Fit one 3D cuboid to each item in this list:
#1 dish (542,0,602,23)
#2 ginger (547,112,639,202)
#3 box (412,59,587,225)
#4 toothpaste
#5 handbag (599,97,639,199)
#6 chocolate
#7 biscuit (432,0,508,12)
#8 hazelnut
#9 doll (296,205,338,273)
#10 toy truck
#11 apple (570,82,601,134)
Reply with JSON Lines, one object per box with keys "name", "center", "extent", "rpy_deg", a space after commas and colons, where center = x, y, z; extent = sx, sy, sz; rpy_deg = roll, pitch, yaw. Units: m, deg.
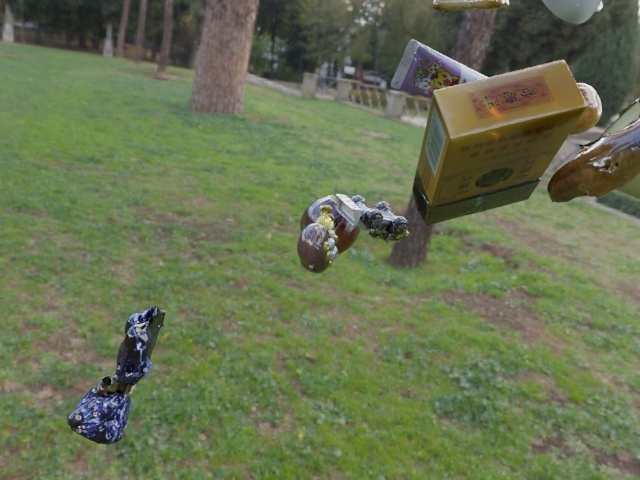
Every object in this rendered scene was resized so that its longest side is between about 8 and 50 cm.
{"name": "dish", "center": [0.605, -0.640, 1.464], "extent": [0.237, 0.227, 0.086], "rpy_deg": [-8, -11, -29]}
{"name": "ginger", "center": [0.563, -0.178, 1.137], "extent": [0.107, 0.309, 0.133], "rpy_deg": [39, 9, -48]}
{"name": "box", "center": [0.345, -0.180, 1.281], "extent": [0.265, 0.115, 0.415], "rpy_deg": [-15, -21, -4]}
{"name": "toothpaste", "center": [0.317, -0.348, 1.391], "extent": [0.300, 0.113, 0.073], "rpy_deg": [19, 32, -7]}
{"name": "handbag", "center": [0.891, -0.194, 1.512], "extent": [0.359, 0.160, 0.236], "rpy_deg": [23, -19, 4]}
{"name": "chocolate", "center": [-0.426, 0.293, 1.337], "extent": [0.126, 0.343, 0.148], "rpy_deg": [37, 17, 15]}
{"name": "biscuit", "center": [0.455, -0.716, 1.858], "extent": [0.208, 0.047, 0.164], "rpy_deg": [5, 20, 21]}
{"name": "hazelnut", "center": [0.037, -0.045, 2.288], "extent": [0.218, 0.217, 0.234], "rpy_deg": [-1, 32, -29]}
{"name": "doll", "center": [-0.001, -0.006, 1.530], "extent": [0.096, 0.188, 0.145], "rpy_deg": [9, -14, 13]}
{"name": "toy truck", "center": [0.160, -0.065, 1.939], "extent": [0.286, 0.111, 0.136], "rpy_deg": [14, 22, -39]}
{"name": "apple", "center": [0.717, -0.370, 1.729], "extent": [0.131, 0.146, 0.146], "rpy_deg": [1, 8, 39]}
